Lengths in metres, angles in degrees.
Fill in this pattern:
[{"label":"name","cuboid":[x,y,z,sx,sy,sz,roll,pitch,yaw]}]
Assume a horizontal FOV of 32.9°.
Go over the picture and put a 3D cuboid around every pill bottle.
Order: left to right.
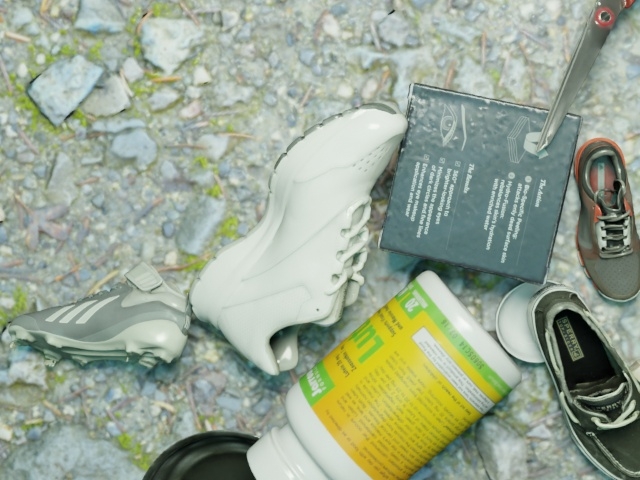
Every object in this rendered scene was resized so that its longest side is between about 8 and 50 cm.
[{"label":"pill bottle","cuboid":[0.054,0.156,1.013,0.245,0.136,0.136,-41,88,4]}]

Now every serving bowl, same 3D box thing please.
[{"label":"serving bowl","cuboid":[0.208,0.074,1.044,0.083,0.027,0.083,0,103,-1]}]

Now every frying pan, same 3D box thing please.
[{"label":"frying pan","cuboid":[-0.029,0.295,1.096,0.326,0.053,0.197,8,96,7]}]

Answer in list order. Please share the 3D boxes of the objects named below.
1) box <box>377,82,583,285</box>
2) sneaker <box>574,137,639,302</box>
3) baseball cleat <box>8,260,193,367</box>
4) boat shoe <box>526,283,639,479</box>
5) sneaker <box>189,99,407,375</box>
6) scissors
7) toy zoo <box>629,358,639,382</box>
[{"label":"box","cuboid":[0.148,-0.054,1.011,0.158,0.093,0.156,13,97,9]},{"label":"sneaker","cuboid":[0.266,-0.016,1.010,0.061,0.065,0.158,-12,93,10]},{"label":"baseball cleat","cuboid":[-0.217,0.075,1.104,0.205,0.072,0.109,4,62,22]},{"label":"boat shoe","cuboid":[0.258,0.145,1.011,0.077,0.070,0.219,-30,103,5]},{"label":"sneaker","cuboid":[0.000,0.000,1.004,0.129,0.111,0.297,47,122,21]},{"label":"scissors","cuboid":[0.250,-0.217,0.962,0.109,0.021,0.297,42,83,-2]},{"label":"toy zoo","cuboid":[0.463,0.092,1.006,0.192,0.030,0.293,45,100,3]}]
